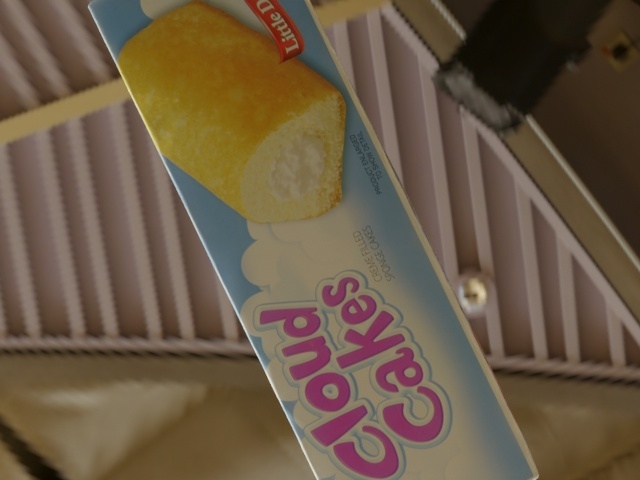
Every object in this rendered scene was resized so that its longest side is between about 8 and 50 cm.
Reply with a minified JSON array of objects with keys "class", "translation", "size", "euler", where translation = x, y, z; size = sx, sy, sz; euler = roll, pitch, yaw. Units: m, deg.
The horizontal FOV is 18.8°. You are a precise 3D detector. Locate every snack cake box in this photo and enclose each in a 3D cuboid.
[{"class":"snack cake box","translation":[0.000,0.000,0.874],"size":[0.089,0.152,0.264],"euler":[-26,-92,1]}]
